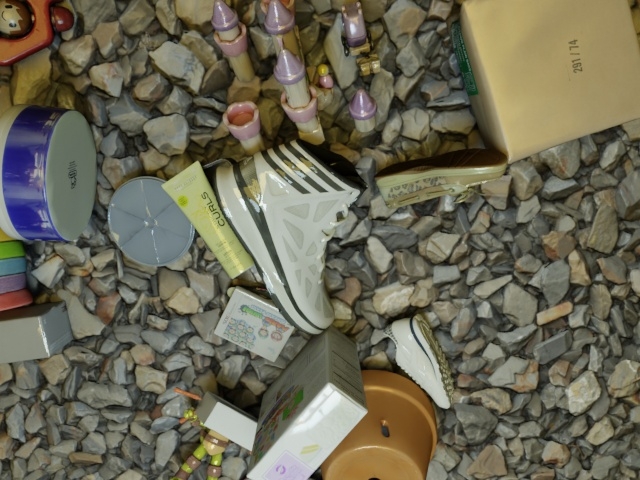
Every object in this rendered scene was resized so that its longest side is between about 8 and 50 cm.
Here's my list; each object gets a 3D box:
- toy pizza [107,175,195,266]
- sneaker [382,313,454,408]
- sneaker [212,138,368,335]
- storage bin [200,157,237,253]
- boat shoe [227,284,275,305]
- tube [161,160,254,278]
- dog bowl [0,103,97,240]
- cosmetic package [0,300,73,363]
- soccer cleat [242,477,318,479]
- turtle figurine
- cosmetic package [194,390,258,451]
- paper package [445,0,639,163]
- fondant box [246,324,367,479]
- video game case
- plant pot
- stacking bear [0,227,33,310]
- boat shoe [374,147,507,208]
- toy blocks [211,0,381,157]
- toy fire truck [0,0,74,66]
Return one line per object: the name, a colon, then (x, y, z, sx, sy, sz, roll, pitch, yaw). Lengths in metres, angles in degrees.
toy pizza: (-0.368, -0.042, 1.243, 0.201, 0.032, 0.201, 2, 105, 9)
sneaker: (0.229, 0.279, 1.288, 0.094, 0.090, 0.235, -22, 99, 22)
sneaker: (0.000, 0.000, 1.121, 0.257, 0.169, 0.448, -23, 127, 6)
storage bin: (-0.211, -0.077, 1.218, 0.122, 0.084, 0.180, -22, 98, 4)
boat shoe: (-0.143, 0.128, 1.276, 0.133, 0.042, 0.049, 16, 125, -2)
tube: (-0.222, -0.036, 1.155, 0.070, 0.062, 0.240, -34, 94, -35)
dog bowl: (-0.537, -0.130, 1.118, 0.104, 0.265, 0.265, 4, 100, -2)
cosmetic package: (-0.691, 0.208, 1.250, 0.237, 0.127, 0.107, -5, 100, 3)
soccer cleat: (-0.042, 0.609, 1.301, 0.331, 0.143, 0.116, 2, 100, 5)
turtle figurine: (-0.256, 0.461, 1.304, 0.269, 0.087, 0.217, 32, 76, -22)
cosmetic package: (-0.156, 0.422, 1.249, 0.239, 0.099, 0.060, 37, 74, -20)
paper package: (0.445, -0.350, 1.124, 0.309, 0.168, 0.325, -19, 100, 3)
fondant box: (-0.025, 0.331, 1.163, 0.096, 0.330, 0.238, 39, 99, -6)
video game case: (-0.144, 0.190, 1.274, 0.157, 0.019, 0.143, 27, 118, -5)
plant pot: (0.116, 0.458, 1.226, 0.290, 0.203, 0.291, 1, 109, 3)
stacking bear: (-0.723, 0.008, 1.205, 0.164, 0.175, 0.289, -10, 92, 4)
boat shoe: (0.246, -0.122, 1.155, 0.285, 0.104, 0.089, -2, 116, 42)
toy blocks: (-0.043, -0.349, 1.029, 0.308, 0.260, 0.289, -13, 60, 3)
toy fire truck: (-0.631, -0.502, 1.118, 0.253, 0.169, 0.302, -7, 101, -17)
